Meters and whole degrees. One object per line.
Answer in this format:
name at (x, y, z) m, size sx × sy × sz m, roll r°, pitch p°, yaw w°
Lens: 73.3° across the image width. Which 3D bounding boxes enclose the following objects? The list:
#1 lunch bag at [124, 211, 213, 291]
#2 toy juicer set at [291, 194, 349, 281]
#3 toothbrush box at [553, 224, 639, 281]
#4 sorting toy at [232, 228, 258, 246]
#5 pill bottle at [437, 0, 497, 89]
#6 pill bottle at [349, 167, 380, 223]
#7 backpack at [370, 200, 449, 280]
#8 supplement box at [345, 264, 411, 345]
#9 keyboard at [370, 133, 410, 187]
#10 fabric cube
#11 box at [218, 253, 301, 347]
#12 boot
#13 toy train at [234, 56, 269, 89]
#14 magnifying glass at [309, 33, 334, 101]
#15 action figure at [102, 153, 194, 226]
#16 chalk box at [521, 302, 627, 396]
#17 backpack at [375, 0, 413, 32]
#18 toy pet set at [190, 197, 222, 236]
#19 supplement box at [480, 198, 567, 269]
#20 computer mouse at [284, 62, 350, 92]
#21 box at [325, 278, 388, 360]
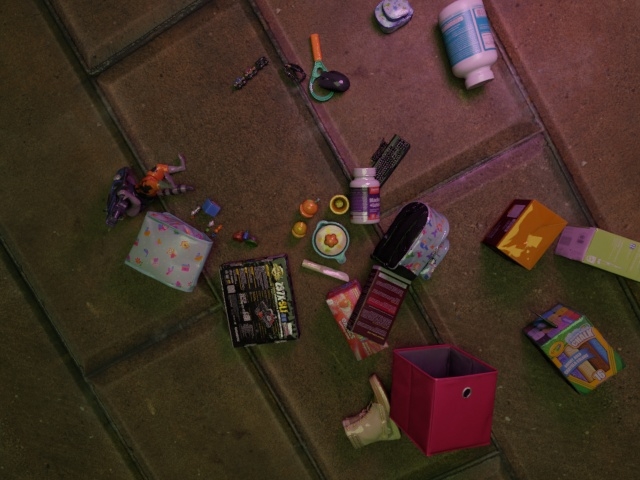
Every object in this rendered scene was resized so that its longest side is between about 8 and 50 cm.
lunch bag at (-0.541, 0.043, 1.587) m, size 0.263 × 0.160 × 0.223 m, roll 27°, pitch 97°, yaw 8°
toy juicer set at (0.000, 0.000, 1.561) m, size 0.210 × 0.089 × 0.328 m, roll -1°, pitch 99°, yaw 1°
toothbrush box at (0.972, 0.051, 1.424) m, size 0.284 × 0.206 × 0.122 m, roll 21°, pitch 97°, yaw 3°
sorting toy at (-0.278, -0.013, 1.614) m, size 0.102 × 0.061 × 0.042 m, roll 17°, pitch 63°, yaw -4°
pill bottle at (0.492, -0.645, 1.422) m, size 0.147 × 0.146 × 0.263 m, roll -17°, pitch 94°, yaw 7°
pill bottle at (0.156, -0.159, 1.518) m, size 0.108 × 0.108 × 0.193 m, roll -1°, pitch 101°, yaw 5°
backpack at (0.321, -0.001, 1.472) m, size 0.191 × 0.225 × 0.253 m, roll 25°, pitch 96°, yaw -20°
supplement box at (0.197, 0.219, 1.464) m, size 0.130 × 0.073 × 0.239 m, roll 26°, pitch 84°, yaw -10°
keyboard at (0.231, -0.289, 1.539) m, size 0.100 × 0.038 × 0.192 m, roll 35°, pitch 97°, yaw 1°
fabric cube at (0.408, 0.528, 1.465) m, size 0.255 × 0.259 × 0.257 m, roll 1°, pitch 97°, yaw -21°
box at (-0.226, 0.228, 1.618) m, size 0.258 × 0.079 × 0.321 m, roll -9°, pitch 95°, yaw 4°
boot at (0.173, 0.649, 1.620) m, size 0.204 × 0.095 × 0.261 m, roll -19°, pitch 98°, yaw 8°
toy train at (-0.254, -0.606, 1.554) m, size 0.158 × 0.027 × 0.036 m, roll -40°, pitch 88°, yaw 8°
magnifying glass at (-0.004, -0.614, 1.532) m, size 0.092 × 0.026 × 0.230 m, roll -9°, pitch 95°, yaw 6°
action figure at (-0.641, -0.148, 1.544) m, size 0.331 × 0.341 × 0.178 m, roll -26°, pitch 132°, yaw 15°
chalk box at (0.842, 0.343, 1.480) m, size 0.179 × 0.180 × 0.289 m, roll -39°, pitch 93°, yaw 8°
backpack at (0.245, -0.777, 1.462) m, size 0.114 × 0.084 × 0.104 m, roll -32°, pitch 90°, yaw 10°
toy pet set at (-0.421, -0.089, 1.606) m, size 0.122 × 0.065 × 0.114 m, roll 39°, pitch 98°, yaw 0°
supplement box at (0.674, -0.026, 1.447) m, size 0.129 × 0.194 × 0.191 m, roll 35°, pitch 98°, yaw 1°
computer mouse at (-0.013, -0.575, 1.506) m, size 0.242 × 0.041 × 0.071 m, roll 15°, pitch 99°, yaw 3°
box at (0.133, 0.285, 1.564) m, size 0.128 × 0.122 × 0.256 m, roll -27°, pitch 95°, yaw 7°
